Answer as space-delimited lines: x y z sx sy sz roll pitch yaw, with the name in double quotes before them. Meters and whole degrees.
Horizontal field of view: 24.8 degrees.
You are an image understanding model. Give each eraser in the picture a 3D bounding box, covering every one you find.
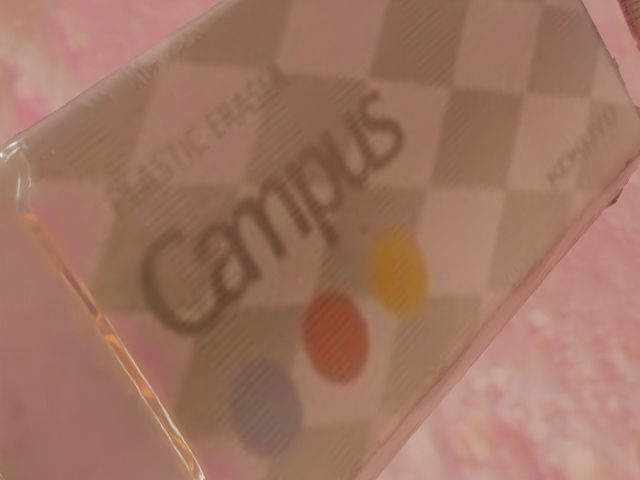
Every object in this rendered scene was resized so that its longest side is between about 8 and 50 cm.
"eraser" 0.000 0.000 0.592 0.082 0.397 0.213 -17 109 45

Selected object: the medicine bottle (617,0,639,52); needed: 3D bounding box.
"medicine bottle" 0.259 -0.196 1.137 0.057 0.057 0.089 -25 84 54
